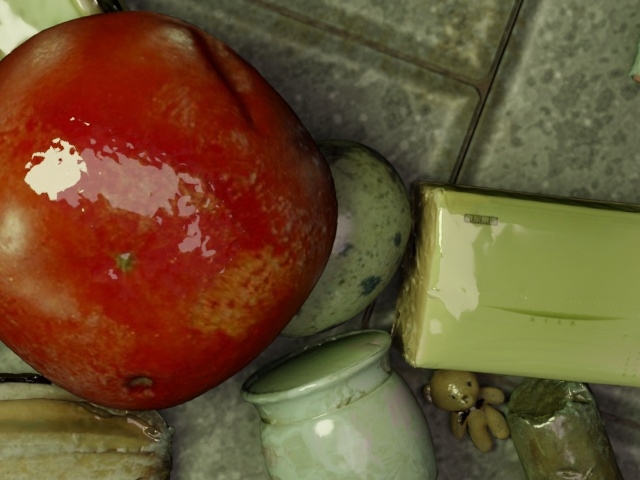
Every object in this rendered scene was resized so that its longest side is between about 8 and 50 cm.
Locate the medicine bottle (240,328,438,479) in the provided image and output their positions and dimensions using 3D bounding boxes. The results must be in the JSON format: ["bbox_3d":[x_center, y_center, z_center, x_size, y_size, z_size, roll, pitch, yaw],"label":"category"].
[{"bbox_3d":[0.017,0.163,1.434,0.147,0.147,0.143,-21,99,-6],"label":"medicine bottle"}]

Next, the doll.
[{"bbox_3d":[0.139,0.152,1.517,0.061,0.051,0.093,-41,133,-3],"label":"doll"}]

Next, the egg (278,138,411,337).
[{"bbox_3d":[0.000,0.000,1.409,0.141,0.141,0.182,26,97,-13],"label":"egg"}]

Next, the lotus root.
[{"bbox_3d":[-0.285,0.172,1.412,0.329,0.078,0.167,6,113,-26],"label":"lotus root"}]

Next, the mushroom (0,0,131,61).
[{"bbox_3d":[-0.274,-0.161,1.348,0.344,0.130,0.247,42,110,-12],"label":"mushroom"}]

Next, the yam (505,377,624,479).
[{"bbox_3d":[0.247,0.249,1.518,0.093,0.093,0.259,-23,101,-6],"label":"yam"}]

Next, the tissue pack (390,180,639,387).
[{"bbox_3d":[0.190,0.038,1.456,0.234,0.125,0.159,7,98,-11],"label":"tissue pack"}]

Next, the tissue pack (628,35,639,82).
[{"bbox_3d":[0.462,-0.210,1.479,0.315,0.103,0.228,14,98,-11],"label":"tissue pack"}]

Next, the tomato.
[{"bbox_3d":[-0.150,-0.004,1.260,0.338,0.144,0.338,0,114,-1],"label":"tomato"}]
